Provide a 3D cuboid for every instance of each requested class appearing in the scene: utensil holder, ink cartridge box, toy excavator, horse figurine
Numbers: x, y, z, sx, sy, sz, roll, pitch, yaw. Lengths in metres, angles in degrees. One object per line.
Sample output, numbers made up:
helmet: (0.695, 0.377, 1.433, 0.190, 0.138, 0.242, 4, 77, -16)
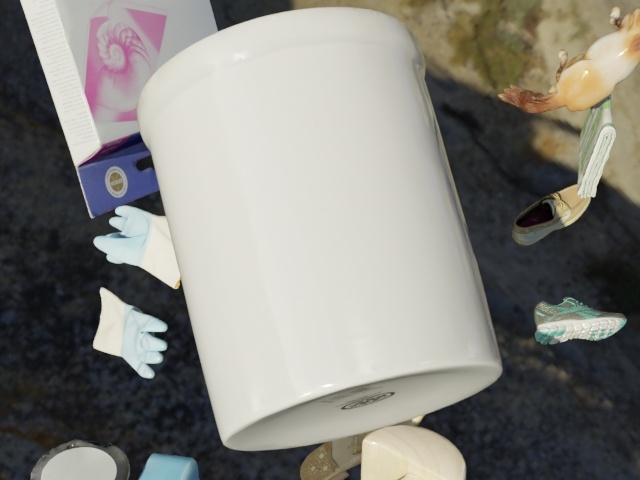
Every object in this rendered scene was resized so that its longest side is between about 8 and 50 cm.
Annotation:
utensil holder: (0.000, 0.000, 1.286, 0.327, 0.327, 0.386, 1, 66, -42)
ink cartridge box: (-0.246, -0.234, 1.668, 0.324, 0.071, 0.330, -31, 107, -54)
toy excavator: (-0.086, 0.351, 1.275, 0.445, 0.222, 0.433, 8, 33, 10)
horse figurine: (0.342, -0.224, 1.437, 0.066, 0.263, 0.174, 49, 15, -13)

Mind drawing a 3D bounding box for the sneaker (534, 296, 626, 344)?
sneaker: (0.438, 0.127, 2.025, 0.166, 0.065, 0.076, -2, 58, -14)

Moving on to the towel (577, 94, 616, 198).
towel: (0.358, -0.138, 1.533, 0.023, 0.113, 0.152, 15, 40, 2)

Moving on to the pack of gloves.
pack of gloves: (-0.242, 0.057, 1.465, 0.046, 0.195, 0.232, 8, 2, -31)

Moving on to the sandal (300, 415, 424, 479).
sandal: (0.053, 0.268, 1.724, 0.079, 0.240, 0.088, 41, 13, -40)

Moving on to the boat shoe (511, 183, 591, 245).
boat shoe: (0.340, -0.043, 1.750, 0.050, 0.135, 0.045, 49, -10, 33)
